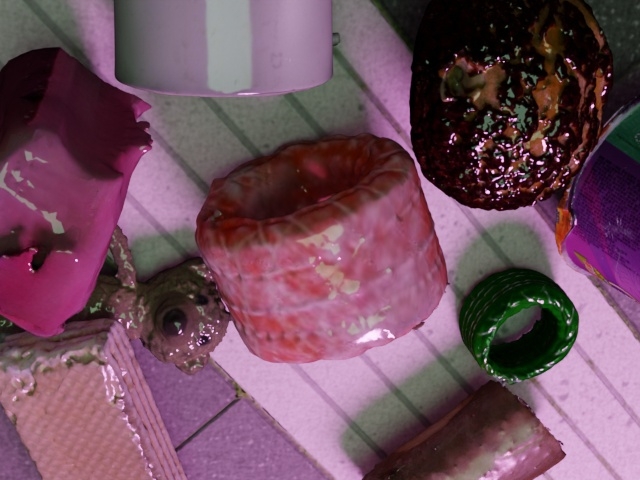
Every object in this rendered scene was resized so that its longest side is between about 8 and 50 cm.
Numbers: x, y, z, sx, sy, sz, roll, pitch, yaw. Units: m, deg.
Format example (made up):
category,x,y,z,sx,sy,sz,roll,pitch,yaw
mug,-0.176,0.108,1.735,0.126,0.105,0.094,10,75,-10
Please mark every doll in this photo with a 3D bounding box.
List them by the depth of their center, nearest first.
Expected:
category,x,y,z,sx,sy,sz,roll,pitch,yaw
doll,-0.245,0.068,1.071,0.286,0.091,0.202,29,91,-8

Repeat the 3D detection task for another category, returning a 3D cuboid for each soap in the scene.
category,x,y,z,sx,sy,sz,roll,pitch,yaw
soap,-0.248,-0.047,0.885,0.127,0.325,0.220,24,115,-24

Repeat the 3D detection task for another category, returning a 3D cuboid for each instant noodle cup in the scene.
category,x,y,z,sx,sy,sz,roll,pitch,yaw
instant noodle cup,0.400,-0.017,1.043,0.251,0.190,0.251,-20,132,-23

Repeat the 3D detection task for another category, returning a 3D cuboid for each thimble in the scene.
category,x,y,z,sx,sy,sz,roll,pitch,yaw
thimble,0.000,0.000,1.002,0.239,0.239,0.162,-22,115,-2
thimble,0.225,0.098,1.154,0.118,0.090,0.130,25,102,-15

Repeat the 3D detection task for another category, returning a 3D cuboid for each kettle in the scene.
category,x,y,z,sx,sy,sz,roll,pitch,yaw
kettle,-0.059,-0.300,0.901,0.265,0.205,0.318,0,107,1

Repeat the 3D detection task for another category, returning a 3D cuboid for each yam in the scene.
category,x,y,z,sx,sy,sz,roll,pitch,yaw
yam,0.161,0.274,1.187,0.238,0.128,0.129,-39,90,2

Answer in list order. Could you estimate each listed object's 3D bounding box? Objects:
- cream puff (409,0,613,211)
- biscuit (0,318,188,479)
category,x,y,z,sx,sy,sz,roll,pitch,yaw
cream puff,0.190,-0.145,0.985,0.165,0.239,0.239,10,113,30
biscuit,-0.222,0.270,1.103,0.144,0.078,0.426,-10,120,8
